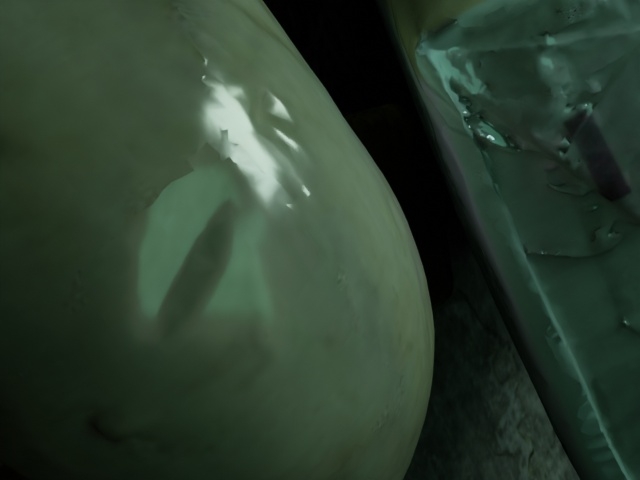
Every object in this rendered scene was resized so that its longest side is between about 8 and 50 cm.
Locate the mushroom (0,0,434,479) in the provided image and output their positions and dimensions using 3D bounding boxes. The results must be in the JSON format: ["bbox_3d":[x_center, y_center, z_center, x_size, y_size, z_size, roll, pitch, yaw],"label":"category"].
[{"bbox_3d":[-0.092,0.014,0.613,0.315,0.315,0.356,58,32,-32],"label":"mushroom"}]

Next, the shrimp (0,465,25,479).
[{"bbox_3d":[-0.127,0.104,0.771,0.091,0.043,0.184,62,41,-34],"label":"shrimp"}]

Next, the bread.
[{"bbox_3d":[0.000,0.000,0.907,0.196,0.102,0.138,-18,103,-54],"label":"bread"}]

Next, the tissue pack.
[{"bbox_3d":[0.158,-0.080,0.899,0.405,0.205,0.331,-104,167,-63],"label":"tissue pack"}]
